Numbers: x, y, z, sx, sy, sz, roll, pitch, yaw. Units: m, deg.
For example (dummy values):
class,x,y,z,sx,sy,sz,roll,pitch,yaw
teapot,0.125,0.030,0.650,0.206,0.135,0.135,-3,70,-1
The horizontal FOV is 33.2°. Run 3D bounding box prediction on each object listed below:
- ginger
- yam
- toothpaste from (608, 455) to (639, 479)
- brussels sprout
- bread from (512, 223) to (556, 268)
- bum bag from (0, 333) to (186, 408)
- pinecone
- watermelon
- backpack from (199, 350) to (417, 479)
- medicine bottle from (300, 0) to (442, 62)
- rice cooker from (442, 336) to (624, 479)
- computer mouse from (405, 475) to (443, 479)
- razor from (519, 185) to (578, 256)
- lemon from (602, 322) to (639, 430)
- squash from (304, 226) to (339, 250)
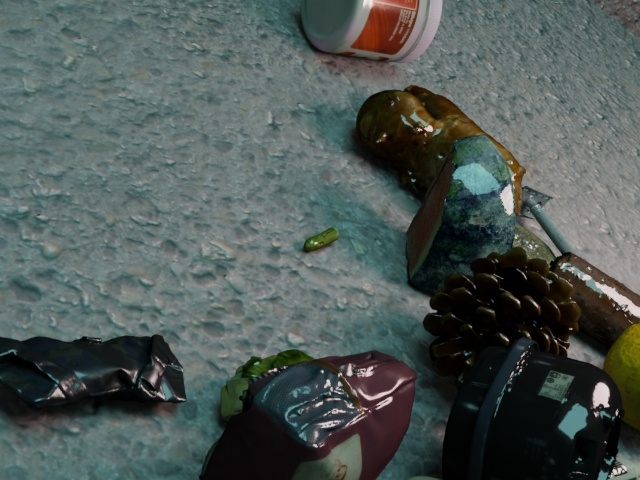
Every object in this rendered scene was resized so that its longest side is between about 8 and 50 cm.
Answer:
class,x,y,z,sx,sy,sz,roll,pitch,yaw
ginger,0.229,-0.178,2.186,0.254,0.176,0.418,-11,48,-38
yam,0.558,0.134,2.085,0.280,0.131,0.131,34,36,3
toothpaste,0.385,0.398,1.700,0.392,0.061,0.099,-5,34,-36
brussels sprout,-0.057,0.228,1.571,0.181,0.100,0.139,6,61,-46
bread,0.436,0.017,2.216,0.112,0.036,0.193,-17,58,-47
bum bag,-0.309,0.177,1.461,0.310,0.074,0.137,3,32,-41
pinecone,0.286,0.144,1.782,0.264,0.264,0.264,19,37,-16
watermelon,0.237,-0.040,1.990,0.148,0.318,0.226,1,4,-28
backpack,-0.006,0.254,1.410,0.197,0.283,0.317,39,37,18
medicine bottle,0.114,-0.546,2.472,0.241,0.252,0.252,2,45,-33
rice cooker,0.313,0.287,1.564,0.224,0.267,0.267,16,29,25
computer mouse,0.194,0.423,1.483,0.236,0.082,0.145,42,35,-10
razor,0.489,-0.015,2.236,0.106,0.068,0.232,15,33,-41
lemon,0.604,0.247,1.927,0.192,0.192,0.231,30,52,-2
squash,0.000,0.000,1.933,0.027,0.027,0.083,43,38,16
